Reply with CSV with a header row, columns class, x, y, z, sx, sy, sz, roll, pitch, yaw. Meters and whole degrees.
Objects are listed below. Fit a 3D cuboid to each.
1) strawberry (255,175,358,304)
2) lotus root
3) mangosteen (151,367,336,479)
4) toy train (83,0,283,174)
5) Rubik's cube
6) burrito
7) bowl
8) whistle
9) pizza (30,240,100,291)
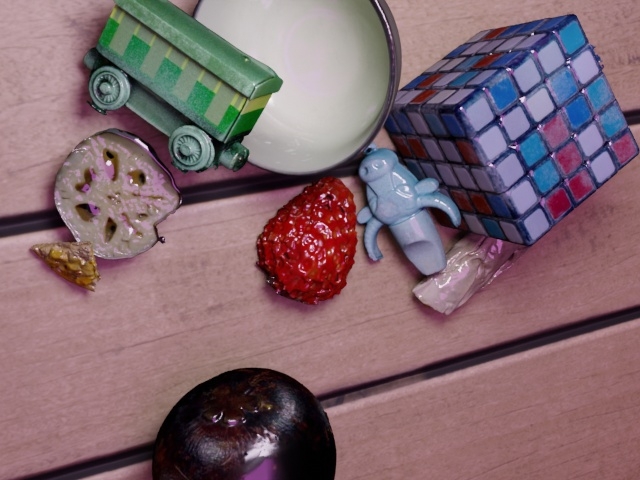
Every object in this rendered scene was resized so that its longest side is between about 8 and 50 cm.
class,x,y,z,sx,sy,sz,roll,pitch,yaw
strawberry,0.000,0.000,1.464,0.190,0.111,0.236,26,86,-22
lotus root,-0.326,-0.075,1.334,0.183,0.078,0.203,-28,104,-5
mangosteen,-0.120,0.371,1.369,0.330,0.330,0.329,-4,99,-23
toy train,-0.216,-0.239,1.263,0.301,0.120,0.202,36,113,7
Rubik's cube,0.327,-0.198,1.478,0.287,0.293,0.292,-37,112,-14
burrito,0.346,0.010,1.632,0.392,0.076,0.117,-40,112,-14
bowl,-0.019,-0.296,1.335,0.185,0.354,0.353,-43,120,-60
whistle,0.149,-0.059,1.516,0.186,0.093,0.274,-25,101,26
pizza,-0.393,0.030,1.308,0.123,0.109,0.026,36,43,-15
